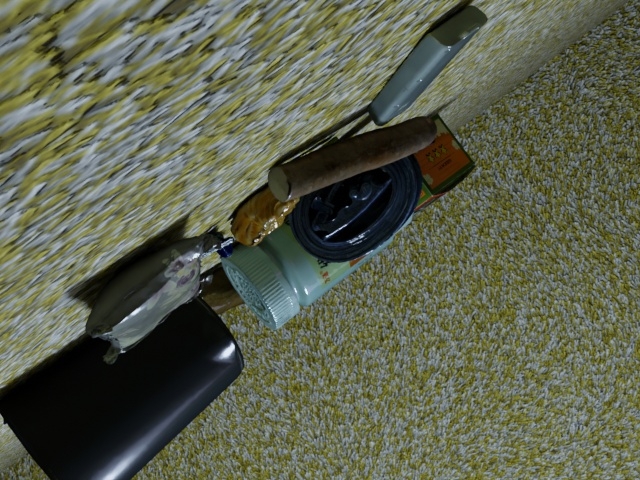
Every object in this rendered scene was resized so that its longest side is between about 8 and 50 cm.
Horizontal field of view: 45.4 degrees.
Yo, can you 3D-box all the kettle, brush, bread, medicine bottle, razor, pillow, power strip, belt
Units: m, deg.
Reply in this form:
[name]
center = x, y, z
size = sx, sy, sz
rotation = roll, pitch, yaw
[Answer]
[kettle]
center = -0.284, 0.234, 1.138
size = 0.308, 0.203, 0.262
rotation = -39, 167, -28
[brush]
center = -0.007, -0.096, 0.894
size = 0.083, 0.021, 0.018
rotation = -35, -177, -38
[bread]
center = -0.067, -0.035, 0.945
size = 0.083, 0.044, 0.110
rotation = -37, 176, -30
[medicine bottle]
center = 0.000, 0.000, 1.324
size = 0.318, 0.158, 0.158
rotation = -36, 178, -18
[razor]
center = -0.130, 0.005, 0.993
size = 0.044, 0.028, 0.154
rotation = -29, 177, -3
[pillow]
center = -0.185, 0.057, 0.836
size = 0.169, 0.059, 0.255
rotation = -37, 177, -16
[power strip]
center = 0.104, -0.178, 0.821
size = 0.060, 0.027, 0.252
rotation = -37, 179, -18
[belt]
center = 0.048, -0.058, 1.012
size = 0.190, 0.141, 0.082
rotation = -38, 180, 17

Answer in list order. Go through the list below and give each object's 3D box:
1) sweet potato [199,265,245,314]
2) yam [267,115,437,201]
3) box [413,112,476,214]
[sweet potato]
center = -0.175, 0.076, 1.395
size = 0.285, 0.085, 0.112
rotation = -22, 135, -39
[yam]
center = 0.048, -0.102, 0.896
size = 0.264, 0.046, 0.046
rotation = -25, 171, -38
[box]
center = 0.181, -0.131, 1.582
size = 0.177, 0.148, 0.195
rotation = -33, 176, -42
